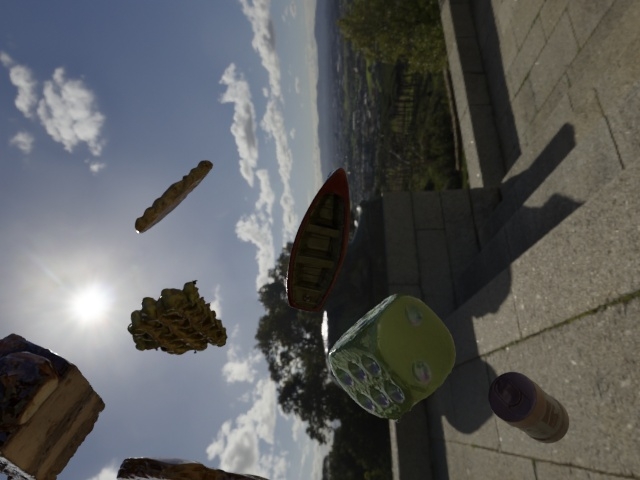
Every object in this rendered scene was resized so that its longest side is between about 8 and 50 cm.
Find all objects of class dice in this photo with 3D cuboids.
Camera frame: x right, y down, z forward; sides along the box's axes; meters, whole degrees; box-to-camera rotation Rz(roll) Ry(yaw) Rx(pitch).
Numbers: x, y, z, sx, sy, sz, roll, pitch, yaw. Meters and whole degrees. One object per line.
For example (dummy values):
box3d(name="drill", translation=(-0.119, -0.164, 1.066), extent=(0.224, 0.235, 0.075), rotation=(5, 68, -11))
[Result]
box3d(name="dice", translation=(0.198, 0.315, 1.146), extent=(0.249, 0.254, 0.252), rotation=(-37, -9, -39))

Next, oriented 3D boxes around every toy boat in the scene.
box3d(name="toy boat", translation=(0.000, 0.000, 1.037), extent=(0.079, 0.136, 0.393), rotation=(-99, 22, -67))

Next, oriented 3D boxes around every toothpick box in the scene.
box3d(name="toothpick box", translation=(0.423, 0.340, 0.841), extent=(0.149, 0.098, 0.099), rotation=(36, -147, -29))

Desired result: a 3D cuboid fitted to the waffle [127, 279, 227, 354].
box3d(name="waffle", translation=(-0.192, 0.119, 0.602), extent=(0.192, 0.160, 0.046), rotation=(-51, 47, 43))

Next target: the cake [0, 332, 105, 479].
box3d(name="cake", translation=(-0.577, 0.315, 0.786), extent=(0.293, 0.198, 0.196), rotation=(99, -166, -47))

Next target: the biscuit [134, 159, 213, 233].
box3d(name="biscuit", translation=(-0.342, -0.101, 0.961), extent=(0.033, 0.224, 0.144), rotation=(46, 163, -11))

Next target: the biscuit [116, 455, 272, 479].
box3d(name="biscuit", translation=(-0.219, 0.461, 0.798), extent=(0.277, 0.262, 0.052), rotation=(39, -138, -31))
